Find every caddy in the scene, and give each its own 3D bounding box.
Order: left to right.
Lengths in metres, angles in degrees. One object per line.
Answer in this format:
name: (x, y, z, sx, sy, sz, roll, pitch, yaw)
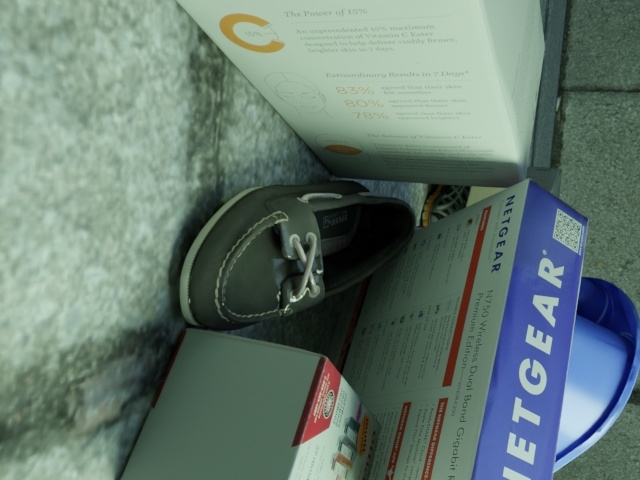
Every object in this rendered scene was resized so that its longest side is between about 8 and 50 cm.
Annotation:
caddy: (0.209, 0.165, 0.771, 0.341, 0.179, 0.241, -50, -164, 27)

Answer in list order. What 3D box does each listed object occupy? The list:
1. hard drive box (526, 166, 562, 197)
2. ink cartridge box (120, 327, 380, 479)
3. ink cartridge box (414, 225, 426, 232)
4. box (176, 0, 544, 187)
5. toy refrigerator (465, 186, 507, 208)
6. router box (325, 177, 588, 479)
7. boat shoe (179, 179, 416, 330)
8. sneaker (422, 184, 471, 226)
hard drive box: (0.393, -0.081, 1.364, 0.232, 0.181, 0.089, -43, 134, -54)
ink cartridge box: (-0.042, 0.170, 0.527, 0.176, 0.128, 0.128, 59, 43, -55)
ink cartridge box: (0.151, 0.040, 0.942, 0.150, 0.109, 0.063, 56, 45, -55)
box: (0.066, -0.188, 0.574, 0.345, 0.215, 0.168, 39, 60, -63)
toy refrigerator: (0.317, -0.003, 1.128, 0.269, 0.094, 0.102, 44, 59, -55)
router box: (0.101, 0.139, 0.656, 0.082, 0.301, 0.335, 30, 62, -19)
boat shoe: (0.000, 0.000, 0.616, 0.335, 0.096, 0.112, -28, 121, -62)
sneaker: (0.234, -0.051, 1.138, 0.084, 0.083, 0.214, 75, 33, -42)
